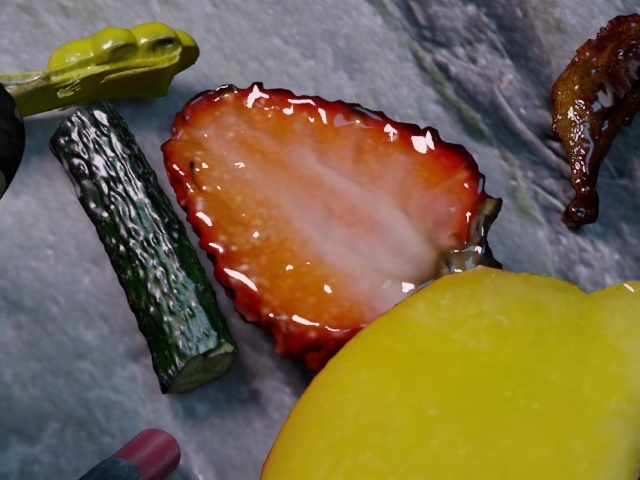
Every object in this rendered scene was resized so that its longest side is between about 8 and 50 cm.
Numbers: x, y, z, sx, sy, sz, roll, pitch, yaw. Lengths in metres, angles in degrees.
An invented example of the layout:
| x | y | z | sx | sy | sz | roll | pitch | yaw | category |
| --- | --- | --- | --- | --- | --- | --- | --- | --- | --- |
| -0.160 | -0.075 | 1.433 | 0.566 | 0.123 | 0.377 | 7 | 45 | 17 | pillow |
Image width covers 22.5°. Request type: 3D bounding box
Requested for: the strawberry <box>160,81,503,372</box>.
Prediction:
| x | y | z | sx | sy | sz | roll | pitch | yaw | category |
| --- | --- | --- | --- | --- | --- | --- | --- | --- | --- |
| 0.000 | 0.000 | 1.043 | 0.236 | 0.111 | 0.190 | 37 | 61 | 23 | strawberry |

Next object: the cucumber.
| x | y | z | sx | sy | sz | roll | pitch | yaw | category |
| --- | --- | --- | --- | --- | --- | --- | --- | --- | --- |
| -0.109 | 0.001 | 1.003 | 0.058 | 0.058 | 0.187 | -18 | 75 | -33 | cucumber |

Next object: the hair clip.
| x | y | z | sx | sy | sz | roll | pitch | yaw | category |
| --- | --- | --- | --- | --- | --- | --- | --- | --- | --- |
| -0.157 | -0.101 | 1.029 | 0.173 | 0.072 | 0.046 | -22 | 77 | -25 | hair clip |

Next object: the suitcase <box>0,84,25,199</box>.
| x | y | z | sx | sy | sz | roll | pitch | yaw | category |
| --- | --- | --- | --- | --- | --- | --- | --- | --- | --- |
| -0.302 | -0.008 | 0.729 | 0.194 | 0.351 | 0.339 | 45 | 51 | -24 | suitcase |

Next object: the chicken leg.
| x | y | z | sx | sy | sz | roll | pitch | yaw | category |
| --- | --- | --- | --- | --- | --- | --- | --- | --- | --- |
| 0.221 | -0.104 | 1.236 | 0.089 | 0.048 | 0.219 | 39 | 54 | -1 | chicken leg |

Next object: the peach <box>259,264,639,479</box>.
| x | y | z | sx | sy | sz | roll | pitch | yaw | category |
| --- | --- | --- | --- | --- | --- | --- | --- | --- | --- |
| 0.095 | 0.231 | 0.871 | 0.306 | 0.242 | 0.380 | 60 | 36 | -45 | peach |

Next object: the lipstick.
| x | y | z | sx | sy | sz | roll | pitch | yaw | category |
| --- | --- | --- | --- | --- | --- | --- | --- | --- | --- |
| -0.164 | 0.174 | 0.888 | 0.053 | 0.053 | 0.234 | 49 | 52 | 3 | lipstick |
